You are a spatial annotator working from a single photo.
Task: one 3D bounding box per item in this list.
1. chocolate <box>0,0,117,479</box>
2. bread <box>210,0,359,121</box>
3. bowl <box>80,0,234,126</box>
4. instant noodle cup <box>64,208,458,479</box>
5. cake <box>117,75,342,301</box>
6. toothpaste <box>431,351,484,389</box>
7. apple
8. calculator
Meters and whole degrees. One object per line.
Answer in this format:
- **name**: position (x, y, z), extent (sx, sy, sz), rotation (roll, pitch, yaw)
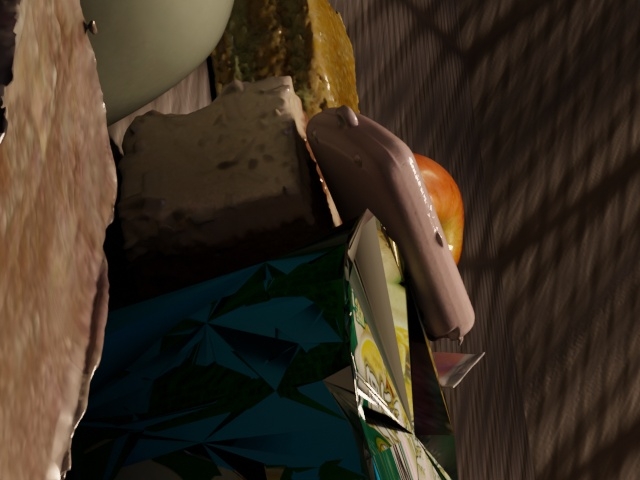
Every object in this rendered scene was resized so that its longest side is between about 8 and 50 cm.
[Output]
- **chocolate**: position (-0.150, -0.007, 0.680), extent (0.303, 0.100, 0.185), rotation (-84, 168, -50)
- **bread**: position (-0.025, -0.114, 1.361), extent (0.138, 0.102, 0.196), rotation (44, 36, -64)
- **bowl**: position (-0.117, -0.212, 0.933), extent (0.289, 0.146, 0.289), rotation (-14, 90, -78)
- **instant noodle cup**: position (-0.032, 0.114, 0.897), extent (0.240, 0.178, 0.240), rotation (-13, 90, -78)
- **cake**: position (-0.053, -0.007, 1.030), extent (0.147, 0.135, 0.135), rotation (69, 11, -48)
- **toothpaste**: position (0.007, 0.091, 1.058), extent (0.067, 0.194, 0.043), rotation (-32, 113, -63)
- **apple**: position (0.052, -0.005, 1.461), extent (0.163, 0.139, 0.163), rotation (-18, 113, -51)
- **calculator**: position (0.043, -0.010, 0.992), extent (0.100, 0.032, 0.175), rotation (34, -27, 54)
